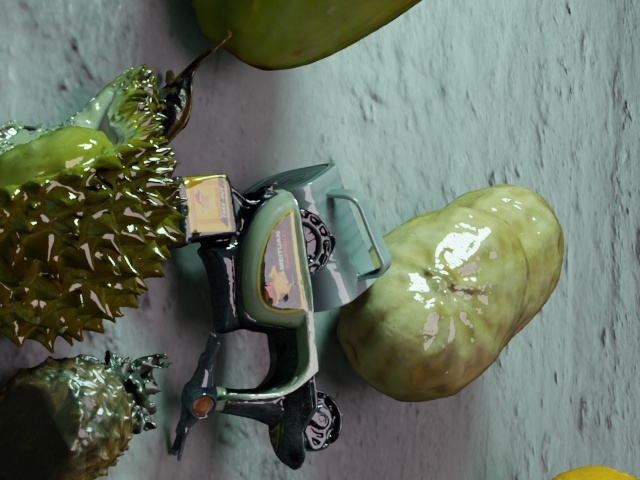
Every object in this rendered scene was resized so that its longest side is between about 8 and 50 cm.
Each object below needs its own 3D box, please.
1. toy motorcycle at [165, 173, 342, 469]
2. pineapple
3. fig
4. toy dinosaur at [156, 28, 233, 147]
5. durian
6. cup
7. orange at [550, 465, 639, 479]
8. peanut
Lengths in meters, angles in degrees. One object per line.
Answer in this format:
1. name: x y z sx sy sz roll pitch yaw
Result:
1. toy motorcycle: -0.060 0.073 1.368 0.157 0.091 0.263 -5 86 -27
2. pineapple: -0.179 0.129 1.201 0.197 0.108 0.108 -29 109 -69
3. fig: 0.010 -0.300 1.427 0.326 0.258 0.258 -55 138 -5
4. toy dinosaur: -0.136 -0.113 1.363 0.037 0.058 0.180 31 78 -36
5. durian: -0.192 -0.028 1.186 0.306 0.166 0.172 -46 153 -45
6. cup: 0.000 0.000 1.482 0.095 0.128 0.129 -38 114 -53
7. orange: 0.319 0.389 1.807 0.246 0.246 0.246 17 69 -56
8. peanut: 0.146 0.041 1.656 0.387 0.169 0.192 -35 149 -57
